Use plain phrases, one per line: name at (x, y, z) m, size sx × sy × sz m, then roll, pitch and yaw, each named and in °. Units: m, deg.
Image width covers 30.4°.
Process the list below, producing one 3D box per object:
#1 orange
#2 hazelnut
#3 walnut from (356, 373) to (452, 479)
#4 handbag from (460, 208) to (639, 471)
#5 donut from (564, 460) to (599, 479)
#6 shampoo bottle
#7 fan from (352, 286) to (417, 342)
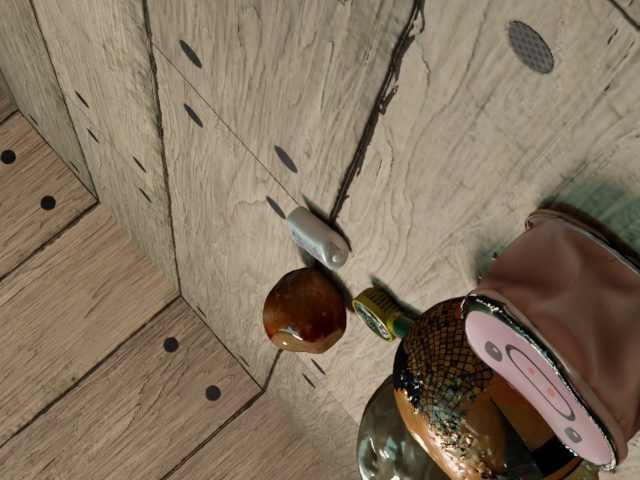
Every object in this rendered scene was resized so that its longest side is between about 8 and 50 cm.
orange at (0.181, 0.168, 1.270) m, size 0.234 × 0.182 × 0.234 m, roll 47°, pitch 180°, yaw 0°
hazelnut at (-0.023, 0.111, 1.897) m, size 0.143 × 0.143 × 0.154 m, roll 49°, pitch 159°, yaw 4°
walnut at (0.147, 0.280, 1.597) m, size 0.224 × 0.224 × 0.224 m, roll 46°, pitch 167°, yaw 14°
handbag at (0.219, 0.084, 1.018) m, size 0.205 × 0.116 × 0.179 m, roll 45°, pitch 168°, yaw 13°
donut at (0.265, 0.247, 1.440) m, size 0.166 × 0.065 × 0.117 m, roll 50°, pitch 166°, yaw 4°
shampoo bottle at (0.000, 0.000, 1.668) m, size 0.099 × 0.043 × 0.072 m, roll 37°, pitch 163°, yaw 40°
fan at (0.105, 0.113, 1.649) m, size 0.155 × 0.039 × 0.082 m, roll 27°, pitch 154°, yaw 55°
